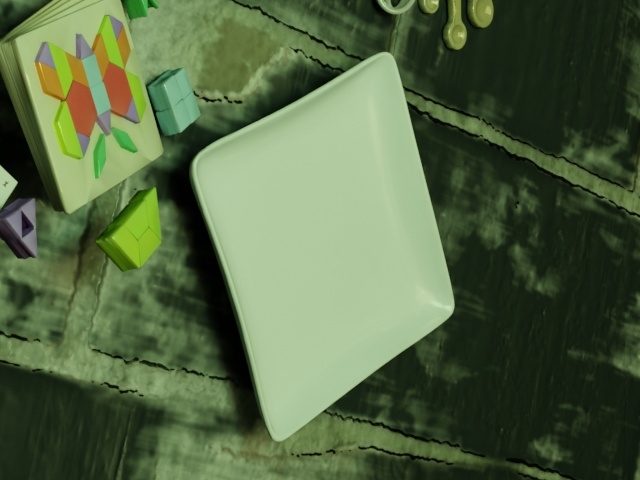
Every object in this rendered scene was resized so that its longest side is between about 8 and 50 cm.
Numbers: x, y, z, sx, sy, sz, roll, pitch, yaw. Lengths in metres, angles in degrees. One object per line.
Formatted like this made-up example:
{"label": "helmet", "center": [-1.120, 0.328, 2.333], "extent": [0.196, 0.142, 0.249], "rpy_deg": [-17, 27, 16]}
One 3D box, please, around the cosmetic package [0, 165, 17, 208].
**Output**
{"label": "cosmetic package", "center": [-0.325, -0.092, 1.188], "extent": [0.239, 0.099, 0.060], "rpy_deg": [47, 59, -37]}

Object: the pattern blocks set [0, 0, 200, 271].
{"label": "pattern blocks set", "center": [-0.179, -0.111, 1.311], "extent": [0.325, 0.026, 0.285], "rpy_deg": [-65, 140, -52]}

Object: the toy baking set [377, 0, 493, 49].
{"label": "toy baking set", "center": [0.120, -0.299, 1.702], "extent": [0.256, 0.030, 0.197], "rpy_deg": [20, 78, -46]}

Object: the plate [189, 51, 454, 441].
{"label": "plate", "center": [0.000, 0.000, 1.583], "extent": [0.277, 0.045, 0.278], "rpy_deg": [-32, 116, -40]}
